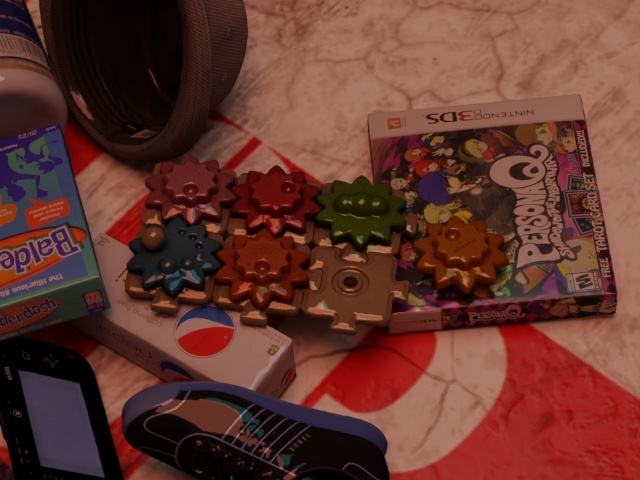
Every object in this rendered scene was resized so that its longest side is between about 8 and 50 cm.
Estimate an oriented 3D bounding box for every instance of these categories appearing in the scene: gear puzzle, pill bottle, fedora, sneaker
[{"bbox_3d":[0.000,0.000,1.498,0.339,0.044,0.175,7,50,3],"label":"gear puzzle"},{"bbox_3d":[-0.355,-0.197,1.648,0.153,0.153,0.264,-20,58,-9],"label":"pill bottle"},{"bbox_3d":[-0.155,-0.214,1.606,0.244,0.275,0.124,20,32,39],"label":"fedora"},{"bbox_3d":[-0.056,0.182,1.403,0.232,0.081,0.090,9,36,-3],"label":"sneaker"}]

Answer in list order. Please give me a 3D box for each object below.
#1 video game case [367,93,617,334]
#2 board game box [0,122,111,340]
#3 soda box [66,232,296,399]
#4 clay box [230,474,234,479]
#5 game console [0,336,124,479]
[{"bbox_3d":[0.156,-0.028,1.573,0.210,0.042,0.232,-5,57,2],"label":"video game case"},{"bbox_3d":[-0.288,-0.003,1.509,0.160,0.047,0.210,-17,48,-6],"label":"board game box"},{"bbox_3d":[-0.129,0.082,1.505,0.216,0.069,0.074,28,63,20],"label":"soda box"},{"bbox_3d":[-0.034,0.304,1.322,0.053,0.127,0.222,-7,58,-1],"label":"clay box"},{"bbox_3d":[-0.212,0.210,1.371,0.044,0.213,0.361,-45,43,21],"label":"game console"}]
